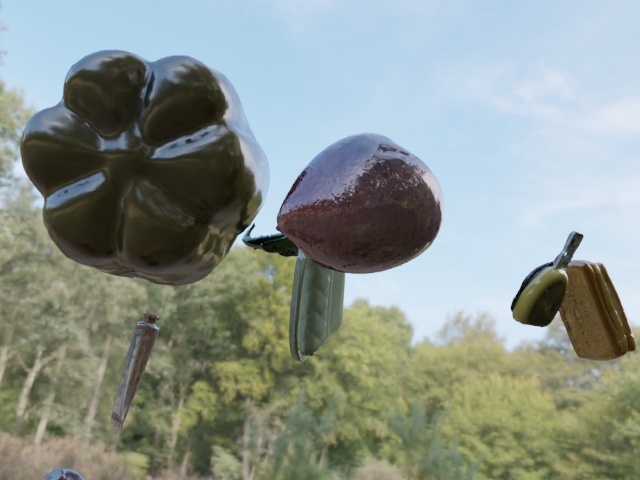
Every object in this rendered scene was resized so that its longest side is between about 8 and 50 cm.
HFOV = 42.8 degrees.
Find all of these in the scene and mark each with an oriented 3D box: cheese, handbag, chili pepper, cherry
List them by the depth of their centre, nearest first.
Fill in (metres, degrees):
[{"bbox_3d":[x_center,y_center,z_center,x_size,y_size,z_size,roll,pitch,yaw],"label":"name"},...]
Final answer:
[{"bbox_3d":[0.062,-0.044,1.248,0.239,0.239,0.206,2,-31,34],"label":"cherry"},{"bbox_3d":[0.357,0.058,1.254,0.086,0.163,0.036,14,18,-34],"label":"cheese"},{"bbox_3d":[-0.015,0.089,1.488,0.079,0.256,0.219,9,19,17],"label":"handbag"},{"bbox_3d":[-0.001,0.000,1.669,0.358,0.085,0.076,5,-24,17],"label":"chili pepper"}]

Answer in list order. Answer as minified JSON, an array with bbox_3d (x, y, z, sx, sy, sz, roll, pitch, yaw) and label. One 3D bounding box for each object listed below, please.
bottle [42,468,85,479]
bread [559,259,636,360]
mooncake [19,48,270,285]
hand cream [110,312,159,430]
[{"bbox_3d":[-0.466,0.458,1.283,0.110,0.233,0.110,36,-32,27],"label":"bottle"},{"bbox_3d":[0.510,0.128,1.540,0.077,0.201,0.116,-20,-2,-22],"label":"bread"},{"bbox_3d":[-0.341,-0.141,1.616,0.466,0.467,0.262,11,-6,9],"label":"mooncake"},{"bbox_3d":[-0.339,0.236,1.483,0.043,0.210,0.067,21,-9,-31],"label":"hand cream"}]
